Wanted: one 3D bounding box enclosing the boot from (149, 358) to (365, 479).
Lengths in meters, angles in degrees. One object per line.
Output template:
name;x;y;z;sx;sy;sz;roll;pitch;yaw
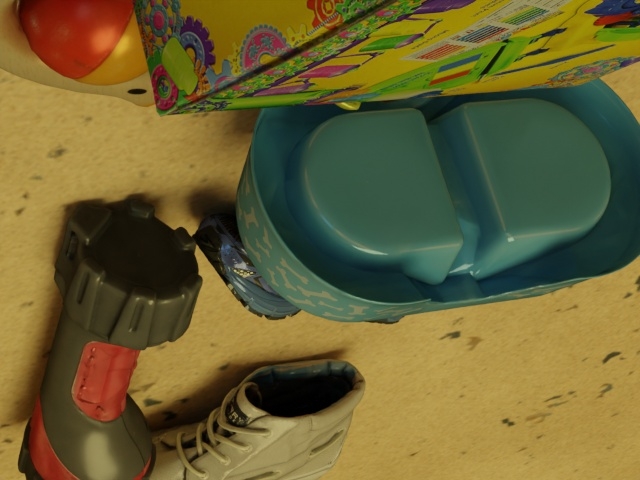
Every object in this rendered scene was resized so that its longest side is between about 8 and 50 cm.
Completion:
boot;-0.085;0.158;1.512;0.258;0.095;0.123;-16;147;-31

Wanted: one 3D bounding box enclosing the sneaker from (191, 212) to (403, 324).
sneaker;0.000;0.000;1.313;0.221;0.083;0.087;4;129;-49

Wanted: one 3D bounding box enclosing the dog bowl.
dog bowl;0.079;-0.030;1.223;0.297;0.166;0.074;-7;160;-28

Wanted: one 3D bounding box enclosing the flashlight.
flashlight;-0.145;0.096;1.327;0.103;0.103;0.304;-8;150;-24

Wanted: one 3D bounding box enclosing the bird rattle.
bird rattle;-0.102;-0.124;0.960;0.253;0.143;0.207;6;157;-38

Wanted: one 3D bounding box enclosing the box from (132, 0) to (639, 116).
box;0.100;-0.182;0.817;0.279;0.177;0.290;-7;170;-41
